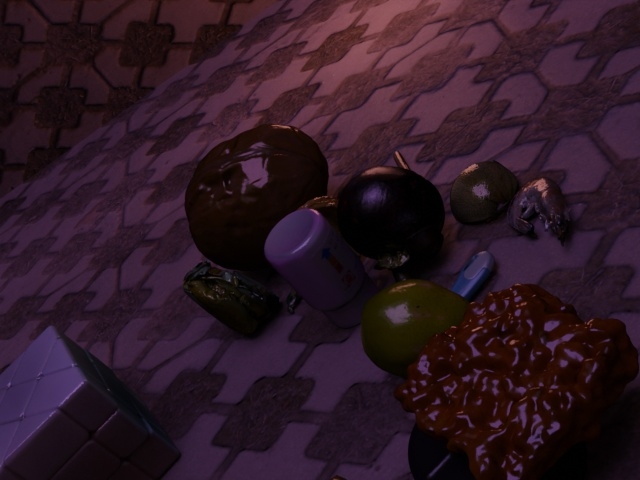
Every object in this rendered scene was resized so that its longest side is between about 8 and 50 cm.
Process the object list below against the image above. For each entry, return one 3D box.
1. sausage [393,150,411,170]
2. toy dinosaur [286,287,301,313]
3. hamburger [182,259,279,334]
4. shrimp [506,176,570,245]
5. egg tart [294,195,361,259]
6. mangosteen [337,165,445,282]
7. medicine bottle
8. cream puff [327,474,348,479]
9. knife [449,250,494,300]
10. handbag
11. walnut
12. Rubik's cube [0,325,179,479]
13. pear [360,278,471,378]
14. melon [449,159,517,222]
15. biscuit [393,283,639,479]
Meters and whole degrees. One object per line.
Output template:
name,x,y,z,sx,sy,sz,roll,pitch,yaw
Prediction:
sausage,0.203,-0.185,2.127,0.024,0.024,0.132,-35,35,9
toy dinosaur,-0.064,0.121,2.042,0.060,0.029,0.119,-47,27,22
hamburger,-0.206,0.134,2.007,0.235,0.214,0.125,20,77,47
shrimp,0.435,-0.050,1.722,0.126,0.047,0.223,-37,27,19
egg tart,0.001,0.000,1.966,0.212,0.212,0.090,-46,19,-7
mangosteen,0.152,-0.018,1.829,0.231,0.231,0.289,-18,61,31
medicine bottle,0.008,0.063,1.827,0.152,0.254,0.152,-25,38,21
cream puff,0.036,0.528,1.256,0.270,0.323,0.274,-49,15,31
knife,0.270,0.110,1.716,0.222,0.031,0.064,-49,38,-6
handbag,0.278,0.338,1.388,0.253,0.093,0.308,-52,35,-15
walnut,-0.159,-0.107,2.136,0.398,0.308,0.354,-27,37,25
Rubik's cube,-0.564,0.439,1.909,0.319,0.316,0.322,-46,35,-9
pear,0.186,0.167,1.600,0.220,0.187,0.187,1,47,16
melon,0.349,-0.110,1.843,0.160,0.079,0.128,-41,27,-3
biscuit,0.296,0.209,1.333,0.318,0.110,0.312,-46,35,-6
